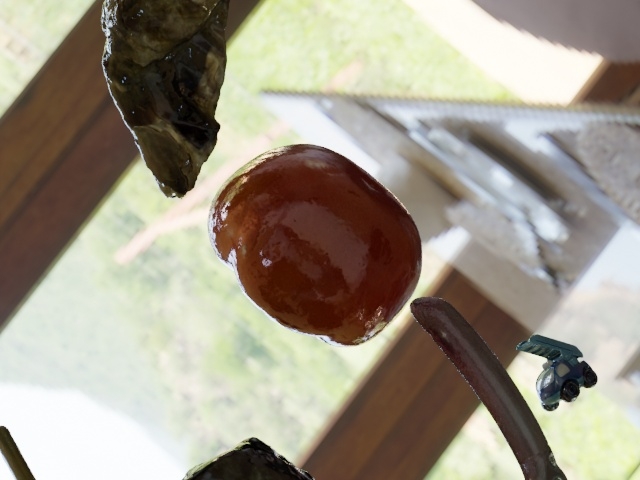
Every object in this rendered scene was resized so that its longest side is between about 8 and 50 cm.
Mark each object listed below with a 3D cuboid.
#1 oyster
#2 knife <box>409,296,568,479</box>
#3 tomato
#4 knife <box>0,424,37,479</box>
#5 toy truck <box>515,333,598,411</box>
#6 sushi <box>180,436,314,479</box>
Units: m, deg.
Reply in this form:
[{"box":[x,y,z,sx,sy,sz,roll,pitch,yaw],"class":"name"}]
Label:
[{"box":[-0.157,-0.188,1.653,0.166,0.294,0.094,-3,-174,23],"class":"oyster"},{"box":[0.175,0.164,1.476,0.278,0.053,0.123,60,-155,-6],"class":"knife"},{"box":[-0.001,0.001,1.752,0.260,0.180,0.260,36,-164,-12],"class":"tomato"},{"box":[-0.221,0.299,1.431,0.343,0.027,0.061,50,158,36],"class":"knife"},{"box":[0.271,0.147,1.820,0.090,0.073,0.056,56,144,6],"class":"toy truck"},{"box":[-0.123,0.316,1.222,0.171,0.350,0.211,49,179,10],"class":"sushi"}]
